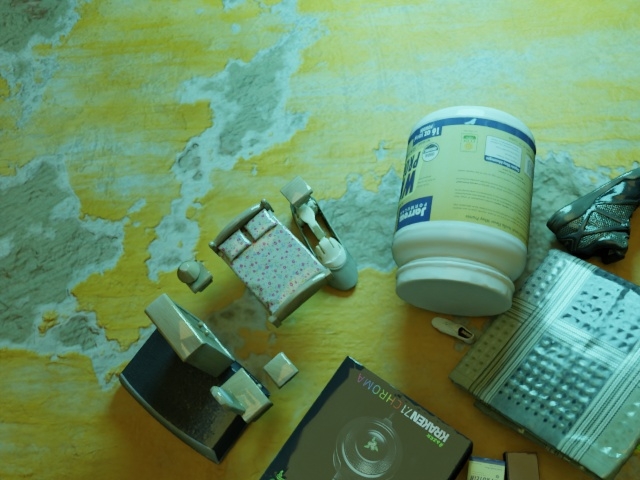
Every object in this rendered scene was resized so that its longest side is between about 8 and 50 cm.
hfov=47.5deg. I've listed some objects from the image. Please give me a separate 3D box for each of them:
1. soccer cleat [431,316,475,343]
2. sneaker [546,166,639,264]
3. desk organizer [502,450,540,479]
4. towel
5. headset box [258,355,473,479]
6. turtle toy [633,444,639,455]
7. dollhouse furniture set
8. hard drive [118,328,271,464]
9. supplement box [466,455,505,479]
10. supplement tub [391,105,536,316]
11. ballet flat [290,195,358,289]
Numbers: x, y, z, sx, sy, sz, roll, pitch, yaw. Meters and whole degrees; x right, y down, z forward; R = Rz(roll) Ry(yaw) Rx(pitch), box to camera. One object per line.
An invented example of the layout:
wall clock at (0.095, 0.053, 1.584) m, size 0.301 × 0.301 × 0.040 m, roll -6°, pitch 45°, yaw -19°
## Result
soccer cleat at (0.235, 0.156, 1.281) m, size 0.083 × 0.035 × 0.029 m, roll 27°, pitch 75°, yaw 20°
sneaker at (0.529, -0.041, 1.281) m, size 0.228 × 0.087 × 0.130 m, roll -31°, pitch 72°, yaw -4°
desk organizer at (0.323, 0.403, 1.155) m, size 0.050 × 0.047 × 0.130 m, roll -2°, pitch 67°, yaw 8°
towel at (0.413, 0.190, 1.174) m, size 0.324 × 0.056 × 0.312 m, roll -46°, pitch 47°, yaw -14°
headset box at (0.066, 0.377, 1.169) m, size 0.246 × 0.131 × 0.283 m, roll 33°, pitch 78°, yaw 22°
turtle toy at (0.478, 0.278, 1.159) m, size 0.130 × 0.095 × 0.066 m, roll 26°, pitch 55°, yaw 20°
dollhouse furniture set at (-0.092, 0.075, 1.236) m, size 0.355 × 0.174 × 0.303 m, roll -42°, pitch 67°, yaw -4°
hard drive at (-0.237, 0.264, 1.318) m, size 0.255 × 0.054 × 0.172 m, roll 33°, pitch 77°, yaw 22°
supplement box at (0.259, 0.391, 1.151) m, size 0.056 × 0.083 × 0.083 m, roll 5°, pitch 69°, yaw 13°
supplement tub at (0.246, -0.046, 1.257) m, size 0.229 × 0.228 × 0.316 m, roll 6°, pitch 69°, yaw 13°
ballet flat at (0.000, 0.000, 1.375) m, size 0.072 × 0.068 × 0.213 m, roll -30°, pitch 66°, yaw -2°
